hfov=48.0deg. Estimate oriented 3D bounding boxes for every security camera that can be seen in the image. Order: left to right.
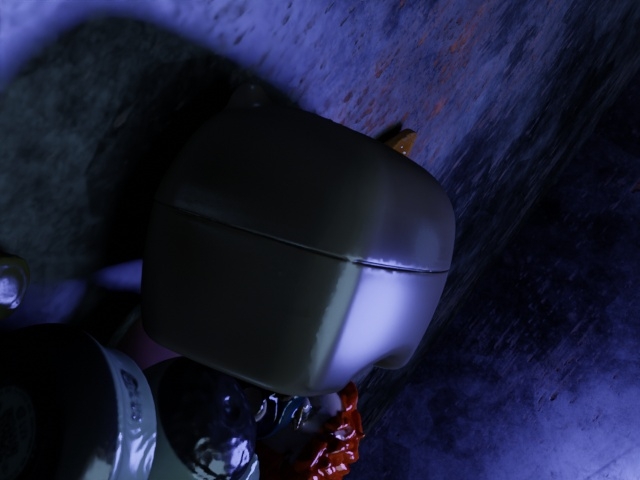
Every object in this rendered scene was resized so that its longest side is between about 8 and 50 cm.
[{"bbox_3d":[-0.186,0.193,0.692,0.191,0.197,0.277,-35,149,20],"label":"security camera"}]

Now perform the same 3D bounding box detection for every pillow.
[{"bbox_3d":[-0.205,0.138,0.843,0.171,0.075,0.179,-52,156,7],"label":"pillow"}]

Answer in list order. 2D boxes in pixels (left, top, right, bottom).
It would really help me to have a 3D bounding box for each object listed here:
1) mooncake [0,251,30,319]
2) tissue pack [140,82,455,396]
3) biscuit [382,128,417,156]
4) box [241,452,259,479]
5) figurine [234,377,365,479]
[{"bbox_3d":[-0.356,0.161,0.589,0.347,0.057,0.150,-44,144,-19],"label":"mooncake"},{"bbox_3d":[0.000,0.000,0.805,0.387,0.267,0.276,5,104,-65],"label":"tissue pack"},{"bbox_3d":[0.063,-0.075,1.143,0.280,0.043,0.183,-55,163,-12],"label":"biscuit"},{"bbox_3d":[-0.205,0.378,1.012,0.166,0.221,0.290,-56,164,-39],"label":"box"},{"bbox_3d":[-0.058,0.259,1.178,0.306,0.241,0.411,-70,157,-50],"label":"figurine"}]
